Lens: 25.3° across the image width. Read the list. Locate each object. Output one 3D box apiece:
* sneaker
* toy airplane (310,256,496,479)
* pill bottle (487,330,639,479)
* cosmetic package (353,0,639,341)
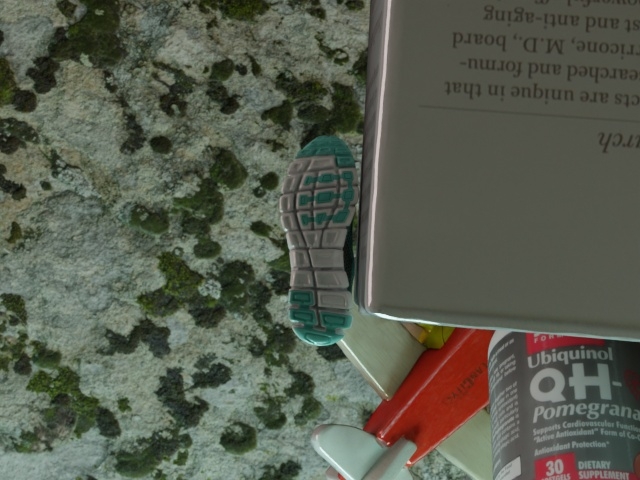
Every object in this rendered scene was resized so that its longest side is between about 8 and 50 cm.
[{"bbox_3d":[0.000,0.000,1.148,0.076,0.065,0.166,24,-109,-86],"label":"sneaker"},{"bbox_3d":[0.148,0.187,1.883,0.272,0.384,0.386,-126,36,-73],"label":"toy airplane"},{"bbox_3d":[0.254,0.165,1.402,0.176,0.176,0.318,94,179,-53],"label":"pill bottle"},{"bbox_3d":[0.198,-0.128,1.078,0.329,0.327,0.394,103,171,-89],"label":"cosmetic package"}]
